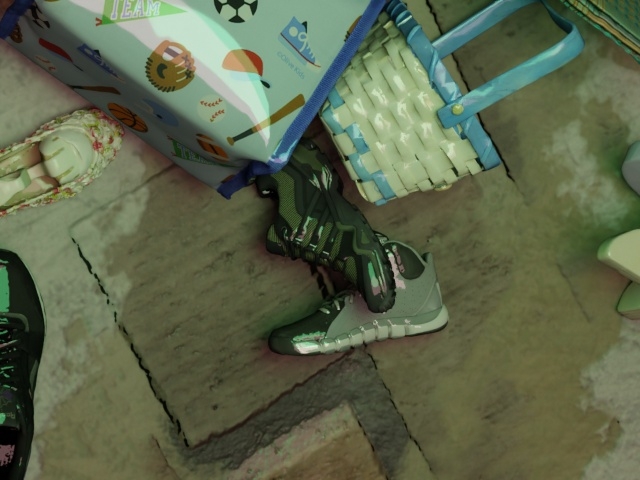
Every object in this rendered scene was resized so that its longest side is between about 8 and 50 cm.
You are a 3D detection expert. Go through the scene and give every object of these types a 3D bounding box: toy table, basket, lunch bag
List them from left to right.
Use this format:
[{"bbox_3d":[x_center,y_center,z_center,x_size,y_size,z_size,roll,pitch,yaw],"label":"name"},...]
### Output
[{"bbox_3d":[-0.097,-0.297,1.760,0.328,0.239,0.385,37,72,-14],"label":"lunch bag"},{"bbox_3d":[0.139,-0.180,1.849,0.289,0.255,0.201,-34,108,9],"label":"basket"},{"bbox_3d":[0.461,0.012,1.991,0.274,0.252,0.161,25,73,-7],"label":"toy table"}]

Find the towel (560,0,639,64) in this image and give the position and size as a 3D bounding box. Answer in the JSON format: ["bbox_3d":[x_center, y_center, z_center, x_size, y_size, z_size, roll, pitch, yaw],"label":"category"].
[{"bbox_3d":[0.268,-0.353,1.883,0.370,0.271,0.040,36,127,-17],"label":"towel"}]

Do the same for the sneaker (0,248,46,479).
[{"bbox_3d":[-0.340,0.152,1.800,0.107,0.124,0.283,-1,98,-18],"label":"sneaker"}]

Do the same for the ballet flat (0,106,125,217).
[{"bbox_3d":[-0.314,-0.069,1.804,0.241,0.077,0.091,-30,105,-13],"label":"ballet flat"}]

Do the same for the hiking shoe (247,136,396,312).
[{"bbox_3d":[0.000,0.000,1.886,0.114,0.086,0.227,-32,69,2],"label":"hiking shoe"}]

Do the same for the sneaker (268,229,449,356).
[{"bbox_3d":[0.037,0.056,1.939,0.229,0.086,0.132,-10,96,-27],"label":"sneaker"}]
